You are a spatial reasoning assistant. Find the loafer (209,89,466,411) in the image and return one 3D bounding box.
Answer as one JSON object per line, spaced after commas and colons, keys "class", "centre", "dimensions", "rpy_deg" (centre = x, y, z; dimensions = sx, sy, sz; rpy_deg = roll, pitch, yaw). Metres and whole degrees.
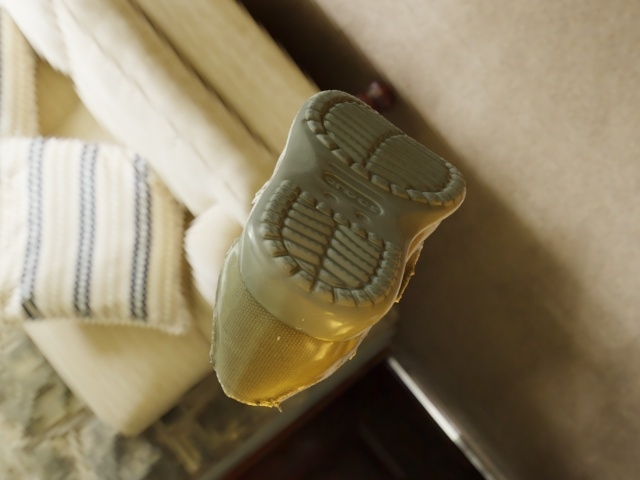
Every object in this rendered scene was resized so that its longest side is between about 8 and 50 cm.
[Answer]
{"class": "loafer", "centre": [0.000, 0.000, 0.704], "dimensions": [0.094, 0.087, 0.251], "rpy_deg": [36, -155, 3]}
